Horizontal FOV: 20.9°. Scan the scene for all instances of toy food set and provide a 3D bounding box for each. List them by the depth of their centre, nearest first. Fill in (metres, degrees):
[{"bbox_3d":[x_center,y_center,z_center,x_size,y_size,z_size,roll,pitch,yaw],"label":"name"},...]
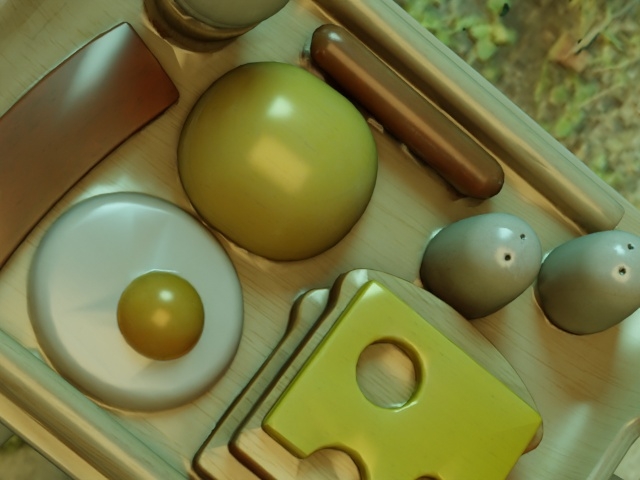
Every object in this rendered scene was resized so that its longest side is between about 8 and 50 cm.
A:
[{"bbox_3d":[0.000,0.000,0.591,0.306,0.092,0.219,40,69,-6],"label":"toy food set"}]

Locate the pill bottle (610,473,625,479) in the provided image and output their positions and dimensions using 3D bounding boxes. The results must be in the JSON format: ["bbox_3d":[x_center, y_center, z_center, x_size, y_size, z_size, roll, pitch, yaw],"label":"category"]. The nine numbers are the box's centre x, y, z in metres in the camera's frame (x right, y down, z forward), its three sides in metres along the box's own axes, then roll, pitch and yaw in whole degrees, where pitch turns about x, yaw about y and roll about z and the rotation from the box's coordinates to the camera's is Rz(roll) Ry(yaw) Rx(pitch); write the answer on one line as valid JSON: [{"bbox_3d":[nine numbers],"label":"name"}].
[{"bbox_3d":[-0.028,0.183,0.686,0.319,0.176,0.176,-1,89,-9],"label":"pill bottle"}]

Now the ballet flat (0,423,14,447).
[{"bbox_3d":[-0.212,0.070,0.684,0.400,0.139,0.139,-43,95,-8],"label":"ballet flat"}]
